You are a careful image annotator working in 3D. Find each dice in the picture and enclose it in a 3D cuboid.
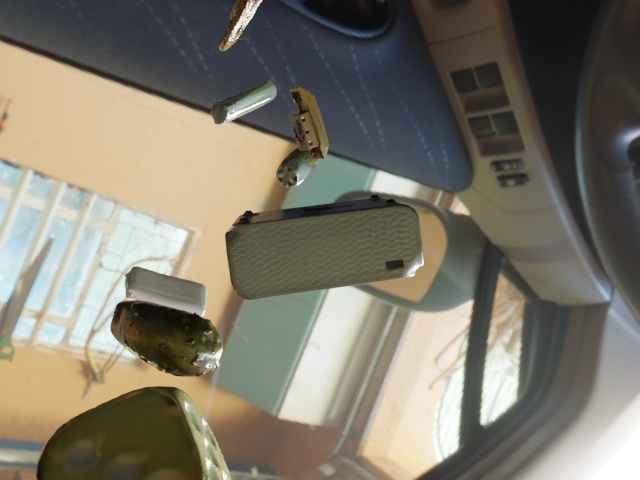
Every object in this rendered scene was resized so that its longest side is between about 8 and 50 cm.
[{"bbox_3d":[-0.274,0.384,0.994,0.226,0.238,0.233,79,165,-57],"label":"dice"}]

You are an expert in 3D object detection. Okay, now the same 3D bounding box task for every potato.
[{"bbox_3d":[-0.280,0.172,1.138,0.251,0.113,0.149,8,164,31],"label":"potato"}]

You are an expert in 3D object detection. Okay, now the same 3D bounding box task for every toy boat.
[{"bbox_3d":[-0.037,-0.303,1.665,0.077,0.200,0.057,-28,-160,-32],"label":"toy boat"}]

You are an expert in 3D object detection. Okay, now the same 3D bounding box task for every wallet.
[{"bbox_3d":[-0.345,0.113,1.435,0.190,0.033,0.095,19,-147,-20],"label":"wallet"}]

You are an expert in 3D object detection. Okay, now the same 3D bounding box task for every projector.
[{"bbox_3d":[0.000,0.000,0.906,0.251,0.108,0.198,-8,-173,-2],"label":"projector"}]

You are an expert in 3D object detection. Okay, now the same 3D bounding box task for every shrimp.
[{"bbox_3d":[-0.172,-0.510,1.436,0.051,0.217,0.115,24,-139,-22],"label":"shrimp"}]

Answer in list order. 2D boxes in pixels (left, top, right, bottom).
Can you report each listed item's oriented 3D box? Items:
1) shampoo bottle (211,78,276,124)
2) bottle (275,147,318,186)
[{"bbox_3d":[-0.180,-0.332,1.537,0.049,0.072,0.212,51,-141,-2],"label":"shampoo bottle"},{"bbox_3d":[-0.044,-0.243,1.881,0.083,0.083,0.269,22,-142,11],"label":"bottle"}]
